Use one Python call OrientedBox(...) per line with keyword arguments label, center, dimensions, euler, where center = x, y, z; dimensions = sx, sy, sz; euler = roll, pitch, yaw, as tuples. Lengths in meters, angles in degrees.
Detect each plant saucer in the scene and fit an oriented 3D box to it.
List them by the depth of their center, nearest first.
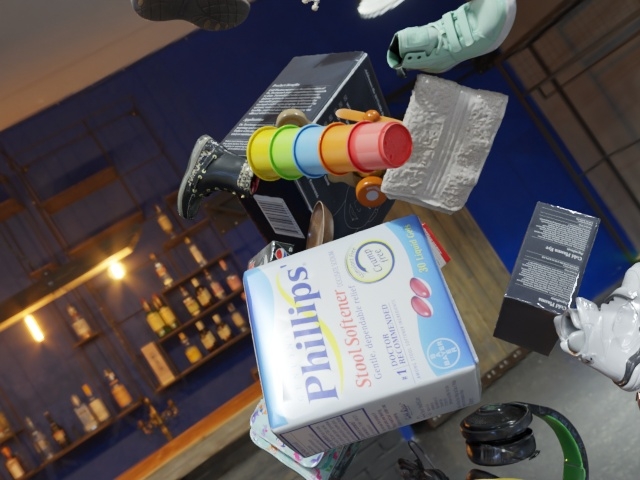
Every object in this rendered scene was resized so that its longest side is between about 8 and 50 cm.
OrientedBox(label="plant saucer", center=(0.000, 0.000, 1.576), dimensions=(0.036, 0.199, 0.198), euler=(8, -13, -12))

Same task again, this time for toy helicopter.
OrientedBox(label="toy helicopter", center=(0.060, -0.251, 1.563), dimensions=(0.235, 0.355, 0.140), euler=(-56, 23, 35))

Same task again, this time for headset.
OrientedBox(label="headset", center=(0.321, 0.406, 1.078), dimensions=(0.394, 0.244, 0.185), euler=(10, -11, -19))

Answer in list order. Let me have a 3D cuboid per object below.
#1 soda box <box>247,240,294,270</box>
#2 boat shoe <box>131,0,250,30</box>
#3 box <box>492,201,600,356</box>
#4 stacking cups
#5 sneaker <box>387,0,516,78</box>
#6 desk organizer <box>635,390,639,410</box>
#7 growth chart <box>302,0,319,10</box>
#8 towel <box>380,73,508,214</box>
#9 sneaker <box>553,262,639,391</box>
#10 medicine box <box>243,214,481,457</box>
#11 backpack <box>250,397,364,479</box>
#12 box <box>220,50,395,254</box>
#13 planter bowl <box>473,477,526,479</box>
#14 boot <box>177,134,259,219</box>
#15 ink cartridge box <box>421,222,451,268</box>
OrientedBox(label="soda box", center=(-0.120, 0.057, 1.438), dimensions=(0.053, 0.060, 0.169), euler=(14, -24, -21))
OrientedBox(label="boat shoe", center=(-0.320, -0.612, 1.536), dimensions=(0.324, 0.116, 0.123), euler=(-5, -27, -43))
OrientedBox(label="box", center=(0.643, 0.119, 1.788), dimensions=(0.343, 0.178, 0.313), euler=(72, -140, -61))
OrientedBox(label="stacking cups", center=(0.012, -0.143, 0.950), dimensions=(0.096, 0.096, 0.316), euler=(-32, 22, -35))
OrientedBox(label="sneaker", center=(0.227, -0.371, 1.125), dimensions=(0.151, 0.094, 0.256), euler=(-11, -7, -29))
OrientedBox(label="desk organizer", center=(0.640, 0.293, 1.104), dimensions=(0.130, 0.050, 0.047), euler=(-11, -37, 17))
OrientedBox(label="growth chart", center=(-0.087, -0.746, 1.669), dimensions=(0.021, 0.237, 0.172), euler=(-60, -7, -84))
OrientedBox(label="towel", center=(0.245, -0.188, 1.268), dimensions=(0.049, 0.187, 0.282), euler=(-75, 0, -56))
OrientedBox(label="sneaker", center=(0.711, 0.172, 1.520), dimensions=(0.137, 0.210, 0.366), euler=(108, -172, -56))
OrientedBox(label="medicine box", center=(0.057, 0.142, 0.927), dimensions=(0.289, 0.264, 0.149), euler=(-19, -35, 4))
OrientedBox(label="backpack", center=(-0.009, 0.358, 1.306), dimensions=(0.254, 0.225, 0.191), euler=(-56, -28, -15))
OrientedBox(label="box", center=(0.001, -0.229, 1.873), dimensions=(0.297, 0.480, 0.472), euler=(10, 53, 37))
OrientedBox(label="planter bowl", center=(0.222, 0.307, 0.599), dimensions=(0.090, 0.217, 0.217), euler=(-24, -8, -45))
OrientedBox(label="boot", center=(-0.264, -0.134, 1.605), dimensions=(0.085, 0.178, 0.237), euler=(-43, -24, -67))
OrientedBox(label="ink cartridge box", center=(0.275, 0.046, 1.771), dimensions=(0.231, 0.134, 0.078), euler=(-37, 2, -31))
